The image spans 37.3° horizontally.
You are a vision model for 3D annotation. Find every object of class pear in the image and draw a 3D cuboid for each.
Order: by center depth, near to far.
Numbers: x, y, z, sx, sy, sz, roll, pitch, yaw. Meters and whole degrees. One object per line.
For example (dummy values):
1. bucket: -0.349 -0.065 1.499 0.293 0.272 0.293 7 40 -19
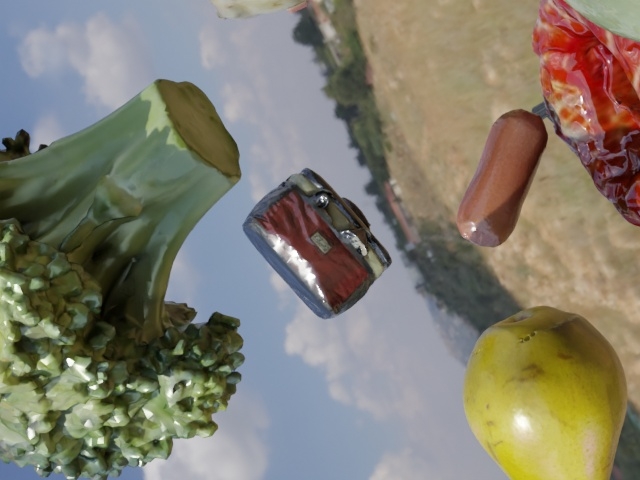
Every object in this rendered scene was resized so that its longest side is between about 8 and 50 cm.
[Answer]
1. pear: 0.388 0.281 1.598 0.336 0.285 0.285 62 -174 -20

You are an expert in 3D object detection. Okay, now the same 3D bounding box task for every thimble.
1. thimble: 0.423 -0.196 1.121 0.350 0.230 0.350 156 90 -87

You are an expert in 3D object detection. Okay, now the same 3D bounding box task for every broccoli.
1. broccoli: -0.176 0.023 0.584 0.288 0.260 0.235 31 -125 -46

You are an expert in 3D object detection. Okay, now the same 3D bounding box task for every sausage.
1. sausage: 0.236 -0.082 1.225 0.077 0.194 0.077 22 168 5

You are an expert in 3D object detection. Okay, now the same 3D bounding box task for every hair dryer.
1. hair dryer: 0.383 -0.191 1.525 0.083 0.026 0.047 46 148 -10

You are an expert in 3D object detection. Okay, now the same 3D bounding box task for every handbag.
1. handbag: 0.000 0.000 1.710 0.254 0.181 0.181 47 167 2

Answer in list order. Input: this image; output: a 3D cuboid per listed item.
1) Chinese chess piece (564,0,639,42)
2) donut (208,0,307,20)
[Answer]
1. Chinese chess piece: 0.302 -0.324 0.724 0.146 0.349 0.349 19 -155 -20
2. donut: -0.061 -0.440 1.071 0.382 0.142 0.382 4 -90 -78
